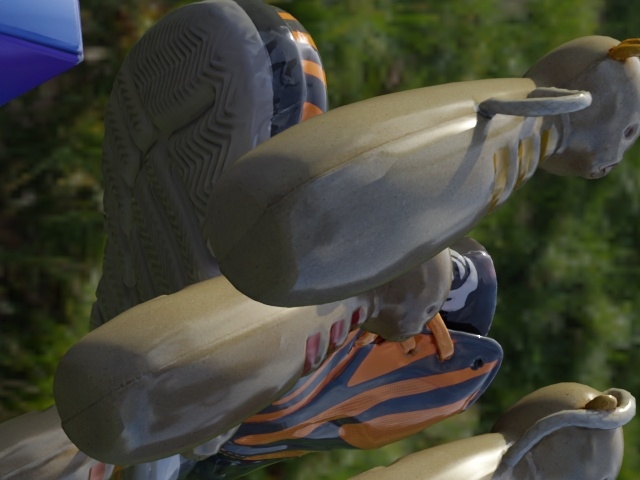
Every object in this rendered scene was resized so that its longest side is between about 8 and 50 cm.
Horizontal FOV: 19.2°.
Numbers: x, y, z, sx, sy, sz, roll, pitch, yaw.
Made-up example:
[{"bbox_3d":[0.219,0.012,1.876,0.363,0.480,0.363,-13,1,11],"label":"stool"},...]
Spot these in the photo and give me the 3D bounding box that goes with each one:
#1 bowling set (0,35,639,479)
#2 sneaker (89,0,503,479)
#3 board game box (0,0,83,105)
[{"bbox_3d":[0.016,0.085,0.599,0.154,0.287,0.199,-22,81,-39],"label":"bowling set"},{"bbox_3d":[0.000,0.000,0.842,0.321,0.180,0.124,110,-35,-56],"label":"sneaker"},{"bbox_3d":[-0.181,-0.211,0.445,0.233,0.078,0.347,12,64,-45],"label":"board game box"}]
